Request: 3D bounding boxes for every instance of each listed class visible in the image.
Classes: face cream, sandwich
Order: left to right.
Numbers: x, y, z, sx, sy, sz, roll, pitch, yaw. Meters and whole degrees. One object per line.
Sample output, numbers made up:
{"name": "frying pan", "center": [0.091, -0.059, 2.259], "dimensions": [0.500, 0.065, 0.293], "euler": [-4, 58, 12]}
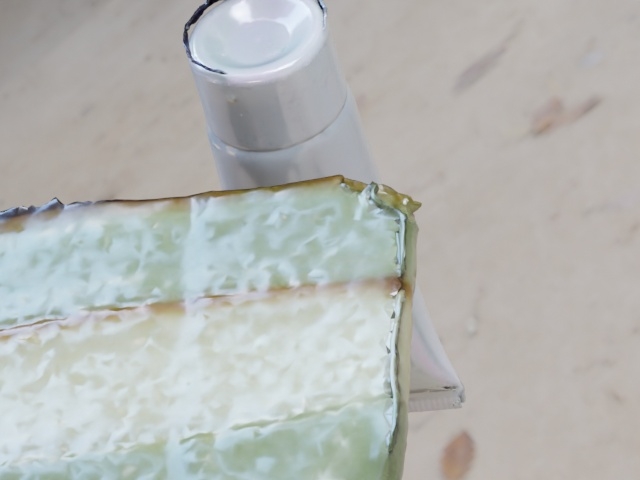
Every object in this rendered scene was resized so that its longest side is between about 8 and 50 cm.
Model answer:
{"name": "sandwich", "center": [-0.051, 0.098, 0.682], "dimensions": [0.227, 0.198, 0.155], "euler": [-9, 53, 16]}
{"name": "face cream", "center": [0.000, 0.000, 0.792], "dimensions": [0.092, 0.243, 0.058], "euler": [-8, 45, 8]}
